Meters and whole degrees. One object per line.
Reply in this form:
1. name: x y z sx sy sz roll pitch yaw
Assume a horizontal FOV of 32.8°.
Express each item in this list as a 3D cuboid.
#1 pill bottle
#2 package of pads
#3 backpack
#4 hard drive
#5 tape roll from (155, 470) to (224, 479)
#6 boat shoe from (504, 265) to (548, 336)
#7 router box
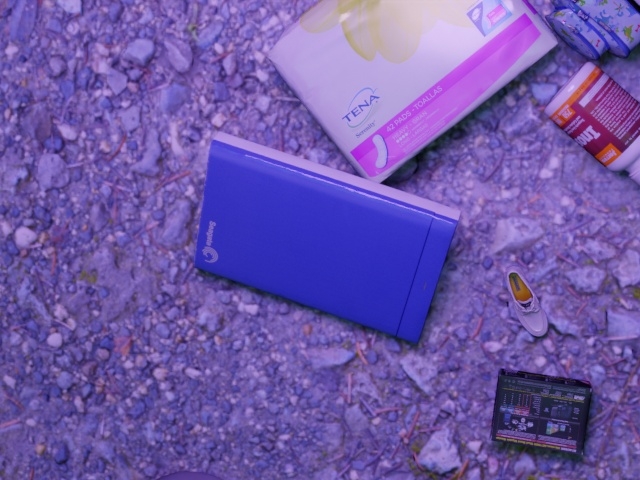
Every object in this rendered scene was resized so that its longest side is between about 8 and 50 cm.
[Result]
1. pill bottle: 0.356 -0.140 1.330 0.152 0.086 0.086 41 103 2
2. package of pads: 0.108 -0.241 1.352 0.296 0.101 0.229 -38 91 13
3. backpack: 0.332 -0.264 1.307 0.114 0.105 0.084 36 99 -8
4. hard drive: 0.000 0.000 1.397 0.319 0.040 0.210 19 130 7
5. tape roll: -0.188 0.440 1.526 0.219 0.072 0.219 1 98 10
6. boat shoe: 0.266 0.081 1.407 0.035 0.035 0.100 -22 94 13
7. router box: 0.288 0.223 1.423 0.122 0.038 0.092 8 99 9
